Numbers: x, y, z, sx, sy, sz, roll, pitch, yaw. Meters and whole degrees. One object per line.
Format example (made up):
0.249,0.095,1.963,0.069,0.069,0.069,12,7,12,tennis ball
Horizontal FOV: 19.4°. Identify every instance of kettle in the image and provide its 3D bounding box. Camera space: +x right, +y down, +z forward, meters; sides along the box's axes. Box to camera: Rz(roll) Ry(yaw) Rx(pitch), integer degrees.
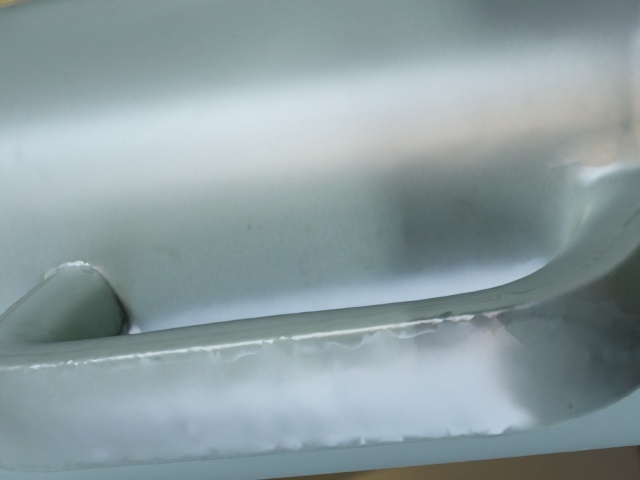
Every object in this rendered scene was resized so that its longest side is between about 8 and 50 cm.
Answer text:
0.001,-0.015,0.668,0.265,0.318,0.205,18,-111,-60,kettle
